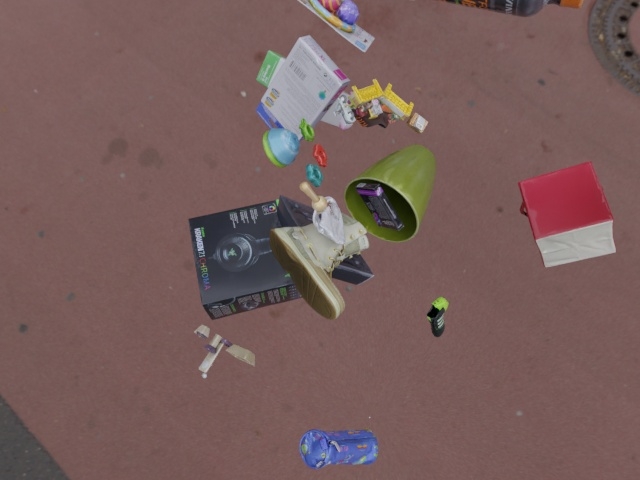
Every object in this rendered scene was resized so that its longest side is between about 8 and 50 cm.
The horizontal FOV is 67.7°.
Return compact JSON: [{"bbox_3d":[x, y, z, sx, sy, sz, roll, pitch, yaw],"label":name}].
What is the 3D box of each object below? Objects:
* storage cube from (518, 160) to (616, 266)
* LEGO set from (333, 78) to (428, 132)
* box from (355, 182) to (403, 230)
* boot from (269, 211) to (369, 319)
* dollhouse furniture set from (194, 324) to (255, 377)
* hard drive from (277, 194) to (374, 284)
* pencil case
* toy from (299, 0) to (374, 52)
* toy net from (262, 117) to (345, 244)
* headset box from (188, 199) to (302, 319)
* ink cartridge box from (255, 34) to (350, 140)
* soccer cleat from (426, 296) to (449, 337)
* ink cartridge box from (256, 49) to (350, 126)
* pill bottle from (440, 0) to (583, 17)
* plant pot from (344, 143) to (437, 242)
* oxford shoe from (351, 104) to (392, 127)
[{"bbox_3d":[0.671,-0.064,1.305,0.215,0.184,0.193,-17,54,24],"label":"storage cube"},{"bbox_3d":[0.148,-0.346,1.289,0.287,0.107,0.132,-3,76,-33],"label":"LEGO set"},{"bbox_3d":[0.184,-0.106,1.487,0.029,0.116,0.162,-39,113,-15],"label":"box"},{"bbox_3d":[0.024,0.033,0.855,0.165,0.077,0.213,-18,49,-27],"label":"boot"},{"bbox_3d":[-0.191,0.224,0.896,0.114,0.091,0.081,8,58,44],"label":"dollhouse furniture set"},{"bbox_3d":[0.000,0.000,1.086,0.054,0.172,0.254,-56,41,19],"label":"hard drive"},{"bbox_3d":[0.072,0.691,1.596,0.133,0.306,0.119,-34,53,31],"label":"pencil case"},{"bbox_3d":[0.016,-0.481,0.951,0.237,0.056,0.137,32,37,-7],"label":"toy"},{"bbox_3d":[-0.015,-0.098,0.846,0.045,0.122,0.232,-20,98,30],"label":"toy net"},{"bbox_3d":[-0.176,0.045,1.248,0.283,0.131,0.246,-12,66,-7],"label":"headset box"},{"bbox_3d":[-0.065,-0.441,1.464,0.186,0.311,0.065,49,43,2],"label":"ink cartridge box"},{"bbox_3d":[0.400,0.272,1.659,0.072,0.178,0.060,-20,39,-26],"label":"soccer cleat"},{"bbox_3d":[-0.050,-0.535,1.690,0.289,0.211,0.121,40,112,26],"label":"ink cartridge box"},{"bbox_3d":[0.235,-0.375,0.630,0.246,0.130,0.130,22,73,20],"label":"pill bottle"},{"bbox_3d":[0.275,-0.191,1.628,0.275,0.274,0.293,31,59,16],"label":"plant pot"},{"bbox_3d":[0.171,-0.489,1.852,0.271,0.098,0.097,-1,20,-32],"label":"oxford shoe"}]
